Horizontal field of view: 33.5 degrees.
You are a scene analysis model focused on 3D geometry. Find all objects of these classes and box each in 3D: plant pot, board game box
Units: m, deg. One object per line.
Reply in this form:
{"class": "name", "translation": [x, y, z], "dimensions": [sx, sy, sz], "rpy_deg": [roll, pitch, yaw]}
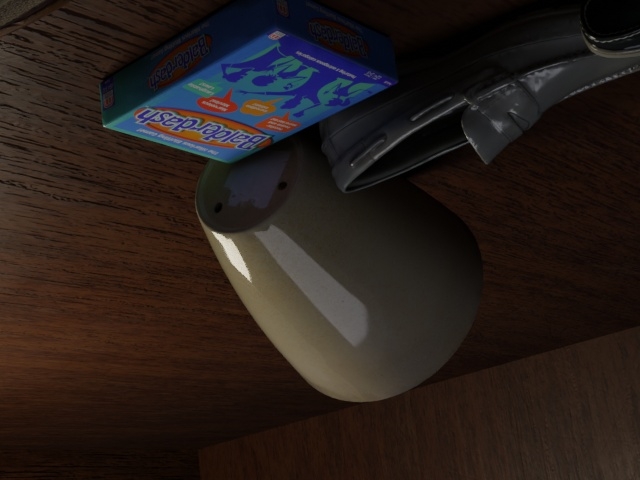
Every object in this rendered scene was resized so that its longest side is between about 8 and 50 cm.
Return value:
{"class": "plant pot", "translation": [0.000, 0.000, 1.121], "dimensions": [0.256, 0.256, 0.274], "rpy_deg": [-17, 143, 25]}
{"class": "board game box", "translation": [-0.063, -0.137, 0.927], "dimensions": [0.210, 0.047, 0.160], "rpy_deg": [-21, 158, 37]}

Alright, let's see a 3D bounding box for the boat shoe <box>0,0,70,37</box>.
{"class": "boat shoe", "translation": [-0.193, -0.152, 0.581], "dimensions": [0.342, 0.123, 0.123], "rpy_deg": [-31, 170, 0]}

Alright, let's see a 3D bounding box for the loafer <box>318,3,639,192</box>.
{"class": "loafer", "translation": [0.150, -0.123, 0.959], "dimensions": [0.319, 0.111, 0.112], "rpy_deg": [-16, 160, 24]}

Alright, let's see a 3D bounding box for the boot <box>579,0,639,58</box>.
{"class": "boot", "translation": [0.271, -0.228, 0.746], "dimensions": [0.236, 0.085, 0.178], "rpy_deg": [-24, 155, 24]}
